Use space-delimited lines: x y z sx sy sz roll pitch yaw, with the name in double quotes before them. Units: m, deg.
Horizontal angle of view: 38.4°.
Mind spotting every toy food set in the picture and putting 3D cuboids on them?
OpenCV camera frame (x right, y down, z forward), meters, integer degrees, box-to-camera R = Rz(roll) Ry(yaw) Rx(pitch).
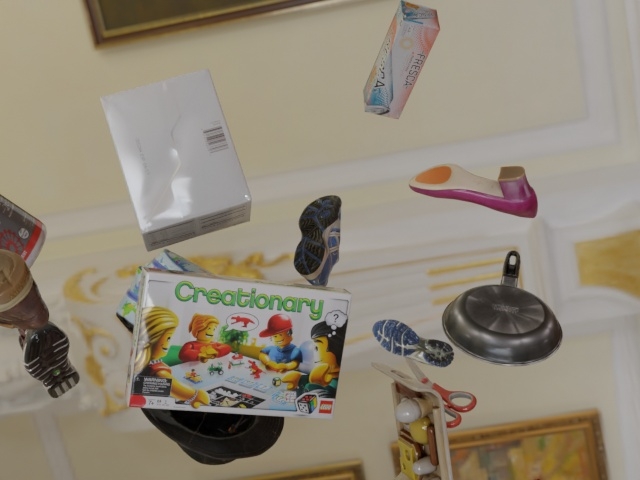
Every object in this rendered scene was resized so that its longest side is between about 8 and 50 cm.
"toy food set" 0.188 0.433 2.008 0.219 0.092 0.306 -163 63 -66

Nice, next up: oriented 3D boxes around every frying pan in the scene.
"frying pan" 0.337 0.104 1.546 0.326 0.197 0.053 -35 -42 -42

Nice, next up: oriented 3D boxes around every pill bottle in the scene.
"pill bottle" -0.858 -0.048 2.188 0.363 0.210 0.210 38 -149 -28

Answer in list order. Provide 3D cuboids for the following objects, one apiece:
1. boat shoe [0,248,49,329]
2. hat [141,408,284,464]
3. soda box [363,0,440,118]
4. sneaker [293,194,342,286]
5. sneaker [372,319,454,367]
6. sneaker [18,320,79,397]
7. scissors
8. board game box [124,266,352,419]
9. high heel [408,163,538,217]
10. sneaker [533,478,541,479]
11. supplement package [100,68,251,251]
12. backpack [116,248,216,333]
"boat shoe" -0.538 0.066 1.397 0.123 0.341 0.123 -59 -39 -29
"hat" -0.256 0.418 2.091 0.331 0.331 0.134 -86 13 -59
"soda box" 0.124 -0.280 1.440 0.058 0.062 0.183 -91 17 -44
"sneaker" 0.000 0.000 1.803 0.081 0.080 0.211 61 -143 -44
"sneaker" 0.142 0.169 1.463 0.058 0.135 0.052 120 175 -76
"sneaker" -0.625 0.225 2.017 0.162 0.106 0.281 46 153 25
"scissors" 0.240 0.339 2.116 0.297 0.109 0.021 30 149 52
"board game box" -0.116 0.151 1.328 0.053 0.305 0.193 -156 73 -72
"high heel" 0.293 -0.086 1.766 0.117 0.244 0.082 63 -145 -37
"sneaker" 0.448 0.546 1.965 0.063 0.170 0.075 -19 -81 -58
"supplement package" -0.258 -0.143 1.667 0.145 0.203 0.262 114 138 -75
"backpack" -0.263 0.177 1.982 0.290 0.355 0.274 28 -105 -67
